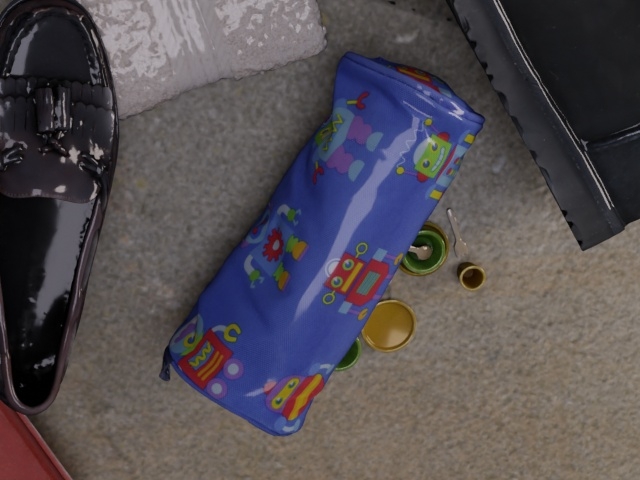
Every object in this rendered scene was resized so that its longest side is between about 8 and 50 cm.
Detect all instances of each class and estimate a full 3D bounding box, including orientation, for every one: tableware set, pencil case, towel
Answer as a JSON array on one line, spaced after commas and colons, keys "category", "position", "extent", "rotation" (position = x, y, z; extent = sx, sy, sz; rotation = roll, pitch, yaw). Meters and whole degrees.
[{"category": "tableware set", "position": [0.061, 0.046, 1.105], "extent": [0.154, 0.024, 0.104], "rotation": [-22, 110, -3]}, {"category": "pencil case", "position": [0.000, 0.000, 1.025], "extent": [0.119, 0.133, 0.306], "rotation": [23, 103, -40]}, {"category": "towel", "position": [-0.113, -0.242, 0.969], "extent": [0.187, 0.049, 0.282], "rotation": [-18, 110, -3]}]

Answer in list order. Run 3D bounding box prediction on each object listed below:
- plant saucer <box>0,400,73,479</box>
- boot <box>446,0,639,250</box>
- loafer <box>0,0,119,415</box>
[{"category": "plant saucer", "position": [-0.359, 0.170, 1.050], "extent": [0.258, 0.047, 0.259], "rotation": [-29, 114, 0]}, {"category": "boot", "position": [0.312, -0.240, 0.967], "extent": [0.445, 0.146, 0.367], "rotation": [-28, 120, 10]}, {"category": "loafer", "position": [-0.194, -0.020, 0.950], "extent": [0.109, 0.095, 0.302], "rotation": [2, 108, -23]}]
